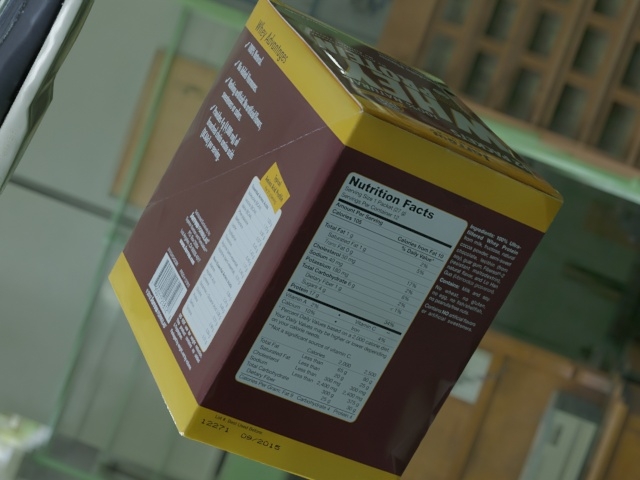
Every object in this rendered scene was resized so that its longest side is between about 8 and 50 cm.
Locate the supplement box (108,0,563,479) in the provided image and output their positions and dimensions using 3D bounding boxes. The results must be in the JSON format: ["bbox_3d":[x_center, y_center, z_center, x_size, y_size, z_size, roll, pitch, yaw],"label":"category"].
[{"bbox_3d":[0.000,0.000,1.016,0.194,0.129,0.191,-60,28,14],"label":"supplement box"}]

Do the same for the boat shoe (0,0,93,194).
[{"bbox_3d":[-0.128,-0.104,0.771,0.206,0.065,0.075,-63,6,12],"label":"boat shoe"}]
